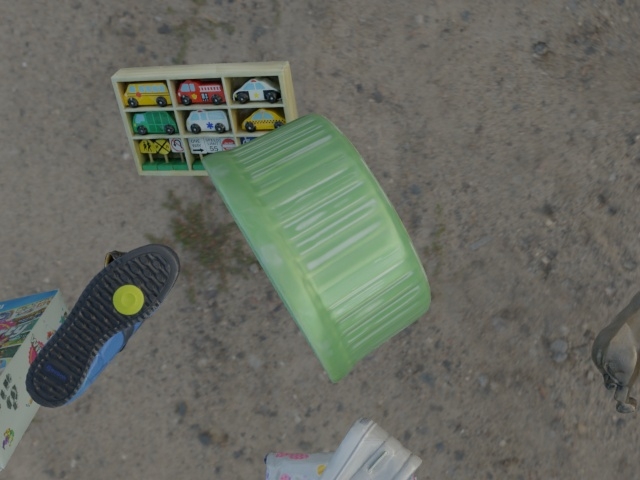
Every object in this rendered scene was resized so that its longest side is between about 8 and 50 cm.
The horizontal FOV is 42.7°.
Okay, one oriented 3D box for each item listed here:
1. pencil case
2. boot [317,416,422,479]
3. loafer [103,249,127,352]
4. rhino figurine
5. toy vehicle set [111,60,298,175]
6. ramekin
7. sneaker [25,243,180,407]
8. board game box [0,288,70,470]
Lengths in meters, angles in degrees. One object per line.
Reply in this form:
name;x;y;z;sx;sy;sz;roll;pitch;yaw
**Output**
pencil case;0.033;0.434;1.448;0.273;0.124;0.114;-3;56;6
boot;0.045;0.400;1.217;0.123;0.095;0.258;33;101;16
loafer;-0.341;0.100;1.343;0.062;0.061;0.170;-5;76;28
rhino figurine;0.442;0.107;1.089;0.073;0.243;0.106;19;144;48
toy vehicle set;-0.163;-0.176;1.208;0.266;0.035;0.166;1;125;16
ramekin;0.000;0.000;0.960;0.148;0.303;0.303;-31;85;-5
sneaker;-0.228;0.084;0.867;0.069;0.082;0.209;41;88;-3
board game box;-0.496;0.203;1.139;0.223;0.303;0.098;-13;114;9
